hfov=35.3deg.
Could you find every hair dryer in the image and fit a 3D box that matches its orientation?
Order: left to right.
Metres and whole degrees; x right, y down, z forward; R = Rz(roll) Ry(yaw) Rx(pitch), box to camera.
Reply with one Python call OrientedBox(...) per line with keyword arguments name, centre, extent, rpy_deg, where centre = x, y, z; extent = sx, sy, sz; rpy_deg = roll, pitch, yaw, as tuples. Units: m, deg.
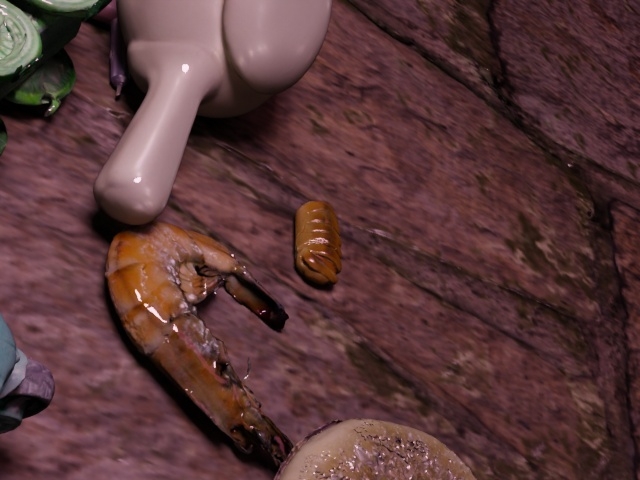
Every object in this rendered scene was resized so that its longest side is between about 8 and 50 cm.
OrientedBox(name="hair dryer", centre=(-0.183, -0.177, 0.889), extent=(0.063, 0.037, 0.114), rpy_deg=(12, 61, -34))

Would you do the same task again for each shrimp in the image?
OrientedBox(name="shrimp", centre=(-0.077, 0.071, 0.791), extent=(0.217, 0.051, 0.150), rpy_deg=(54, 33, 2))

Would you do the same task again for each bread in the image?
OrientedBox(name="bread", centre=(0.000, 0.000, 0.922), extent=(0.049, 0.033, 0.088), rpy_deg=(30, 44, -32))
OrientedBox(name="bread", centre=(0.064, 0.259, 0.760), extent=(0.267, 0.040, 0.267), rpy_deg=(22, 55, -34))

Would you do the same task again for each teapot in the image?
OrientedBox(name="teapot", centre=(-0.093, -0.156, 0.860), extent=(0.220, 0.149, 0.318), rpy_deg=(23, 83, -57))

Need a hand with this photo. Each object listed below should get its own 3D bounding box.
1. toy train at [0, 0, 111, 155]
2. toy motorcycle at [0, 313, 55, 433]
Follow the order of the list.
OrientedBox(name="toy train", centre=(-0.271, -0.166, 0.729), extent=(0.188, 0.132, 0.243), rpy_deg=(36, 42, -4))
OrientedBox(name="toy motorcycle", centre=(-0.270, 0.070, 0.490), extent=(0.296, 0.198, 0.109), rpy_deg=(0, 65, -26))
